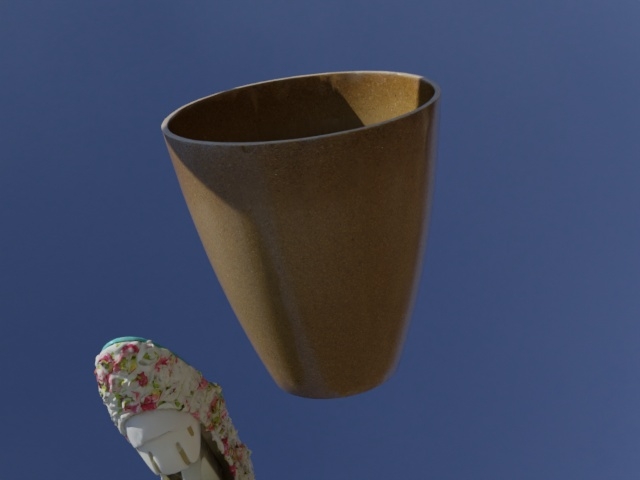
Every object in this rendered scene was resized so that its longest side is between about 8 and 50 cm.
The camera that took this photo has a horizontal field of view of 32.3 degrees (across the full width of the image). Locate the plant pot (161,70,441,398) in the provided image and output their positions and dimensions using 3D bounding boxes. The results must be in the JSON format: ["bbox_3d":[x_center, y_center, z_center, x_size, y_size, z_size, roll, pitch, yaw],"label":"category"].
[{"bbox_3d":[0.000,0.000,0.976,0.237,0.237,0.254,-31,-60,-45],"label":"plant pot"}]

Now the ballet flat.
[{"bbox_3d":[-0.109,0.169,0.907,0.241,0.091,0.077,60,-165,-47],"label":"ballet flat"}]
